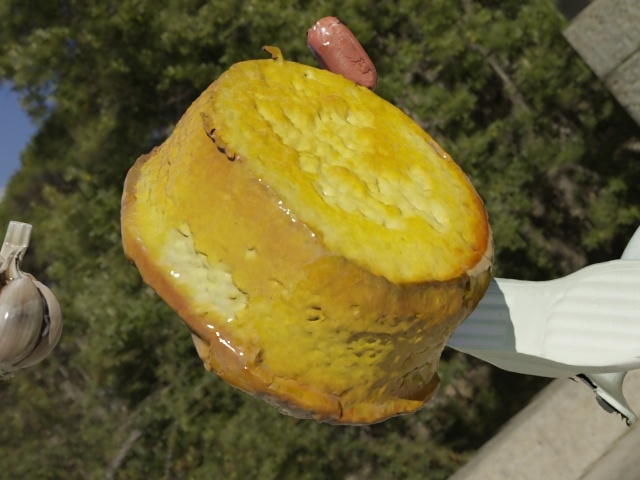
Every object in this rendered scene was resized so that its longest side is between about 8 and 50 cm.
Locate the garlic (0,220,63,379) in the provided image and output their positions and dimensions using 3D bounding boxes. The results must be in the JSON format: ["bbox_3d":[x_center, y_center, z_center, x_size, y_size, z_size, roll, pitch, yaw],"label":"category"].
[{"bbox_3d":[-0.369,0.068,1.379,0.127,0.131,0.194,-26,44,53],"label":"garlic"}]

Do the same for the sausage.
[{"bbox_3d":[0.033,-0.272,1.735,0.076,0.141,0.076,-33,16,11],"label":"sausage"}]

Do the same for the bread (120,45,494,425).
[{"bbox_3d":[0.000,0.000,1.196,0.398,0.398,0.215,-30,-20,-54],"label":"bread"}]

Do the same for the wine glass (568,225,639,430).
[{"bbox_3d":[0.513,0.099,1.759,0.357,0.190,0.190,-53,-6,0],"label":"wine glass"}]

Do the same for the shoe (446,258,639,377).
[{"bbox_3d":[0.318,0.109,1.377,0.363,0.132,0.160,-4,-24,44],"label":"shoe"}]
